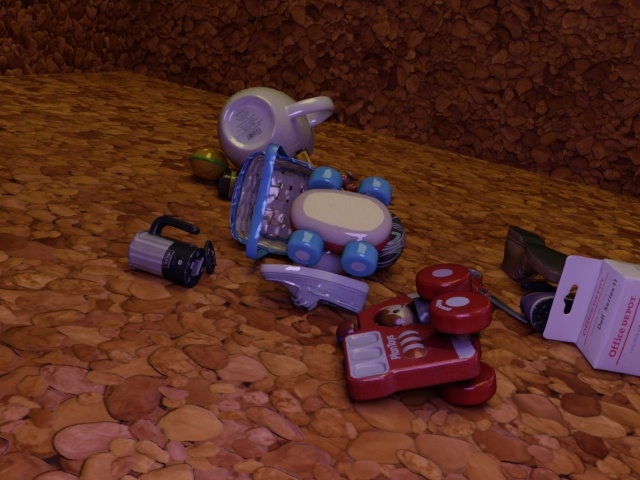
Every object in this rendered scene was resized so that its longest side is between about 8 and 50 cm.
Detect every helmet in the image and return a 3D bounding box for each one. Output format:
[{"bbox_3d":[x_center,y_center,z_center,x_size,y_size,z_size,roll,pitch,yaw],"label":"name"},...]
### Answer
[{"bbox_3d":[0.122,-0.003,1.602,0.161,0.169,0.169,-4,19,2],"label":"helmet"}]

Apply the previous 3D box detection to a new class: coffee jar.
[{"bbox_3d":[-0.207,-0.155,1.970,0.184,0.079,0.096,8,19,-9],"label":"coffee jar"}]

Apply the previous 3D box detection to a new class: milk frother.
[{"bbox_3d":[-0.296,0.031,1.391,0.134,0.129,0.143,17,-23,15],"label":"milk frother"}]

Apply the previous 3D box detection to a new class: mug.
[{"bbox_3d":[-0.134,-0.352,2.076,0.374,0.276,0.328,-20,-3,9],"label":"mug"}]

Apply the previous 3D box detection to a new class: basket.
[{"bbox_3d":[-0.110,-0.081,1.571,0.201,0.255,0.289,14,0,3],"label":"basket"}]

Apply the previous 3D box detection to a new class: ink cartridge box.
[{"bbox_3d":[0.659,0.163,1.361,0.353,0.207,0.119,9,18,-3],"label":"ink cartridge box"}]

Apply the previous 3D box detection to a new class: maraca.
[{"bbox_3d":[-0.344,-0.233,2.099,0.127,0.099,0.185,19,-7,-5],"label":"maraca"}]

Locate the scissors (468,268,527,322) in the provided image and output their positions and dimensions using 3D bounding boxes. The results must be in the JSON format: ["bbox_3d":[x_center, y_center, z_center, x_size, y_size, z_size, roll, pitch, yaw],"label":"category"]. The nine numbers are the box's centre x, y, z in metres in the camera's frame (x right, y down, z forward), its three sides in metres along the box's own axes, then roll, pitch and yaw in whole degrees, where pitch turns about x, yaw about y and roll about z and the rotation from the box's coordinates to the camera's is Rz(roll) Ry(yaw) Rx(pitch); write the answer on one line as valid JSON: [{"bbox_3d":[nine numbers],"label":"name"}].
[{"bbox_3d":[0.380,0.125,1.608,0.109,0.021,0.297,9,20,-15],"label":"scissors"}]

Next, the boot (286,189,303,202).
[{"bbox_3d":[-0.070,-0.132,2.035,0.121,0.045,0.099,12,20,-19],"label":"boot"}]

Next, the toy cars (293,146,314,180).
[{"bbox_3d":[-0.026,-0.143,1.928,0.087,0.176,0.394,-28,42,2],"label":"toy cars"}]

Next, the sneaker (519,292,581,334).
[{"bbox_3d":[0.586,0.160,1.499,0.283,0.107,0.124,12,10,-6],"label":"sneaker"}]

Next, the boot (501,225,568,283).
[{"bbox_3d":[0.547,0.064,1.724,0.112,0.115,0.305,15,15,-9],"label":"boot"}]

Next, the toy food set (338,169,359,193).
[{"bbox_3d":[0.099,-0.161,2.035,0.218,0.071,0.128,41,4,2],"label":"toy food set"}]

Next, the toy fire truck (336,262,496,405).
[{"bbox_3d":[0.156,0.166,1.173,0.254,0.169,0.302,-8,19,0],"label":"toy fire truck"}]

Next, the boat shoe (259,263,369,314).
[{"bbox_3d":[-0.014,0.101,1.343,0.227,0.081,0.079,14,-10,-12],"label":"boat shoe"}]

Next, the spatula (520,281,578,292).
[{"bbox_3d":[0.645,0.121,1.737,0.296,0.030,0.084,1,-1,-19],"label":"spatula"}]

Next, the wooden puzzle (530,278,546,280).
[{"bbox_3d":[0.589,0.104,1.768,0.083,0.006,0.049,3,-5,-24],"label":"wooden puzzle"}]

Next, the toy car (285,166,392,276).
[{"bbox_3d":[0.038,0.009,1.430,0.210,0.238,0.219,11,52,5],"label":"toy car"}]
